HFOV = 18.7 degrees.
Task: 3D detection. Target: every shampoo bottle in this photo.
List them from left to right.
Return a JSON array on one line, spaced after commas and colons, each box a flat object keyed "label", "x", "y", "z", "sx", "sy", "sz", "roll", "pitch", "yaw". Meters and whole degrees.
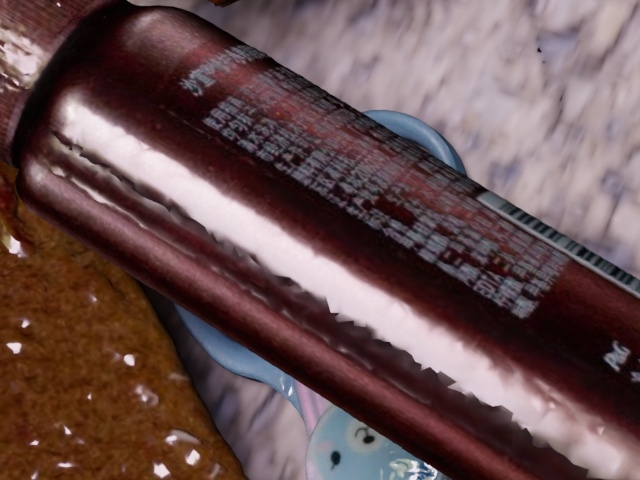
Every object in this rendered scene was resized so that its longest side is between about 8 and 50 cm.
[{"label": "shampoo bottle", "x": 0.000, "y": 0.000, "z": 0.652, "sx": 0.323, "sy": 0.129, "sz": 0.084, "roll": 31, "pitch": 115, "yaw": 8}]

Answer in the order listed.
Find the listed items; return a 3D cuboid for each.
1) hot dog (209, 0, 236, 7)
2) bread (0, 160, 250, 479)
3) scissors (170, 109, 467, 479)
[{"label": "hot dog", "x": -0.028, "y": -0.132, "z": 0.673, "sx": 0.123, "sy": 0.261, "sz": 0.093, "roll": 3, "pitch": 80, "yaw": -8}, {"label": "bread", "x": -0.168, "y": 0.000, "z": 0.732, "sx": 0.165, "sy": 0.113, "sz": 0.416, "roll": -21, "pitch": 69, "yaw": -21}, {"label": "scissors", "x": 0.022, "y": 0.079, "z": 0.713, "sx": 0.125, "sy": 0.030, "sz": 0.256, "roll": -22, "pitch": 70, "yaw": 15}]
